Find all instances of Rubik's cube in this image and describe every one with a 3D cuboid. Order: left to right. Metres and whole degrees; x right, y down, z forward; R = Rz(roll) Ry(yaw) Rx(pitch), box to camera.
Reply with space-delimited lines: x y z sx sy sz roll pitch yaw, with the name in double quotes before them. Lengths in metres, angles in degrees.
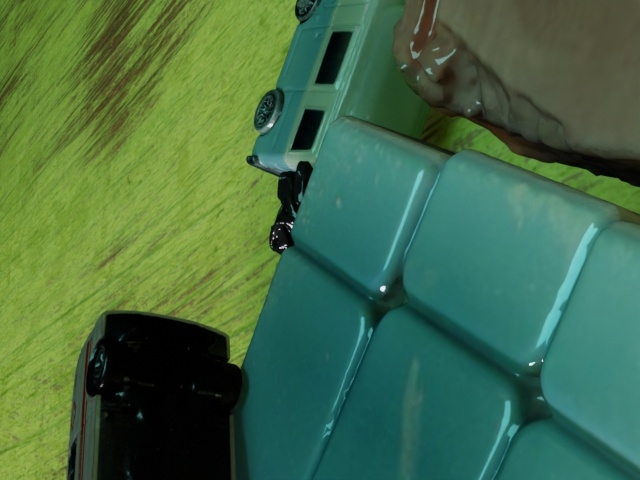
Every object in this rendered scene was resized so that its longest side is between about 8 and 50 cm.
"Rubik's cube" 0.149 0.147 0.495 0.316 0.318 0.322 36 108 53

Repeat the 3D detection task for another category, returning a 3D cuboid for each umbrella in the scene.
"umbrella" 0.001 0.001 0.886 0.122 0.110 0.272 64 173 5

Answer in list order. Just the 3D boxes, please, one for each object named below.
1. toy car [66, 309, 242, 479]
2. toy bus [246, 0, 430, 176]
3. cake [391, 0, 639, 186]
"toy car" -0.100 0.147 0.495 0.108 0.089 0.210 -46 39 42
"toy bus" 0.048 -0.181 0.918 0.164 0.133 0.272 15 85 59
"cake" 0.247 -0.141 0.479 0.314 0.306 0.293 27 102 56
